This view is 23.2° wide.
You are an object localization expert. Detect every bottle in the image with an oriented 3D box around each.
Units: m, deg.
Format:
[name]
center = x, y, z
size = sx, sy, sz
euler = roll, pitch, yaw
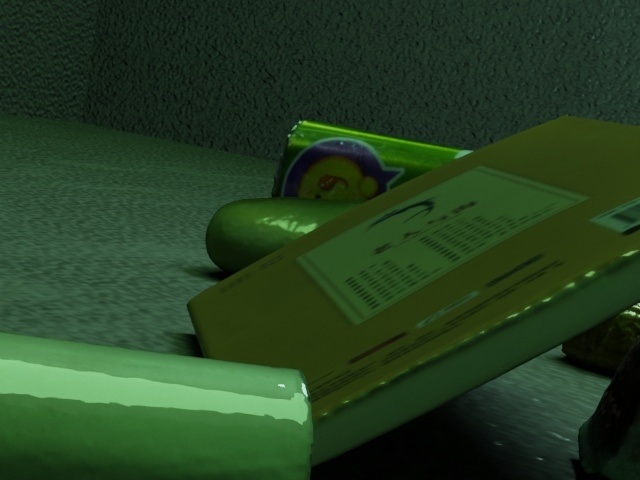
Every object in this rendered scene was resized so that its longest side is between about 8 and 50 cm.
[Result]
[bottle]
center = -0.107, 0.061, 0.469
size = 0.202, 0.072, 0.072
euler = 8, 6, -13

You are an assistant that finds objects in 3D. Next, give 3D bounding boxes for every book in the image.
[book]
center = 0.063, 0.009, 0.771
size = 0.269, 0.032, 0.389
euler = -26, 9, -3

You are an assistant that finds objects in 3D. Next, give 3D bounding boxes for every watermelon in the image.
[watermelon]
center = 0.167, 0.059, 0.732
size = 0.121, 0.158, 0.098
euler = -19, 12, -6

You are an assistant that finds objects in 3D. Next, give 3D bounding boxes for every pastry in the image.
[pastry]
center = 0.218, 0.064, 1.099
size = 0.097, 0.057, 0.109
euler = 13, 7, 17

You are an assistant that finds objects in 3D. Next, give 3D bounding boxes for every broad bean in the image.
[broad bean]
center = 0.000, 0.000, 1.243
size = 0.175, 0.082, 0.124
euler = 13, 8, 19

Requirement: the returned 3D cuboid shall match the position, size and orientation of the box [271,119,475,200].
[box]
center = 0.124, -0.016, 1.376
size = 0.346, 0.134, 0.097
euler = 14, 3, 29
